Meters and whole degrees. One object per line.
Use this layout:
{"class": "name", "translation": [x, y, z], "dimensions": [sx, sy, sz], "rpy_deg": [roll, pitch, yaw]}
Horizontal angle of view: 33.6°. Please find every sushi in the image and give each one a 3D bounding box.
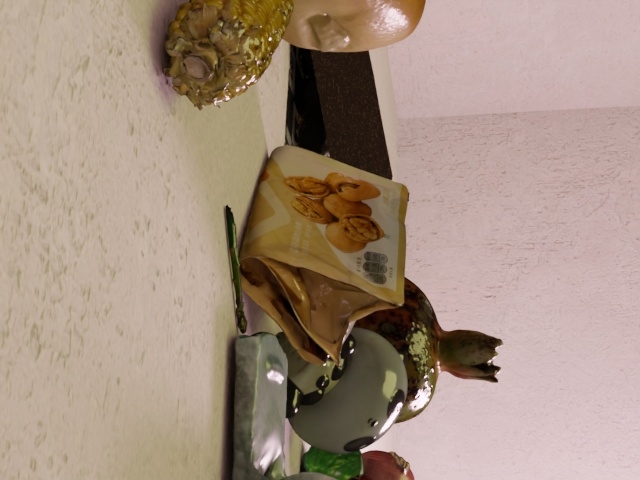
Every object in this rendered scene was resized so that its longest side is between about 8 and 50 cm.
{"class": "sushi", "translation": [0.018, -0.233, 1.891], "dimensions": [0.296, 0.099, 0.373], "rpy_deg": [74, 16, -59]}

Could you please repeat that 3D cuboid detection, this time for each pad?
{"class": "pad", "translation": [0.047, -0.274, 1.856], "dimensions": [0.220, 0.004, 0.330], "rpy_deg": [9, 68, -58]}

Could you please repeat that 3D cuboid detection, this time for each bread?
{"class": "bread", "translation": [0.035, -0.469, 1.560], "dimensions": [0.348, 0.252, 0.376], "rpy_deg": [73, 18, -73]}

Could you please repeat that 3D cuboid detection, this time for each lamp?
{"class": "lamp", "translation": [0.024, 0.212, 1.566], "dimensions": [0.244, 0.197, 0.198], "rpy_deg": [41, 45, -55]}
{"class": "lamp", "translation": [0.126, 0.535, 2.274], "dimensions": [0.223, 0.151, 0.215], "rpy_deg": [-81, 162, -46]}

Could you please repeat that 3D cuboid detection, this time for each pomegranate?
{"class": "pomegranate", "translation": [0.156, 0.194, 1.897], "dimensions": [0.285, 0.340, 0.285], "rpy_deg": [-1, 90, -78]}

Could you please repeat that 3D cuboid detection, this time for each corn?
{"class": "corn", "translation": [-0.089, -0.230, 1.124], "dimensions": [0.318, 0.115, 0.115], "rpy_deg": [-76, 162, -63]}

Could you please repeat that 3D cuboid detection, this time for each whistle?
{"class": "whistle", "translation": [-0.039, 0.313, 1.251], "dimensions": [0.405, 0.188, 0.168], "rpy_deg": [57, 2, 21]}

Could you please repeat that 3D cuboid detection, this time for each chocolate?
{"class": "chocolate", "translation": [0.031, 0.453, 1.829], "dimensions": [0.291, 0.110, 0.110], "rpy_deg": [82, 9, -49]}

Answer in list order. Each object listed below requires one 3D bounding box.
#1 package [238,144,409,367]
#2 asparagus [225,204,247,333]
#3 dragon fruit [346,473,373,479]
{"class": "package", "translation": [-0.007, 0.028, 1.465], "dimensions": [0.311, 0.221, 0.165], "rpy_deg": [-83, -167, -59]}
{"class": "asparagus", "translation": [-0.102, 0.037, 1.285], "dimensions": [0.016, 0.013, 0.166], "rpy_deg": [-43, 131, -65]}
{"class": "dragon fruit", "translation": [0.071, 0.477, 1.595], "dimensions": [0.315, 0.250, 0.251], "rpy_deg": [-13, 104, -41]}
